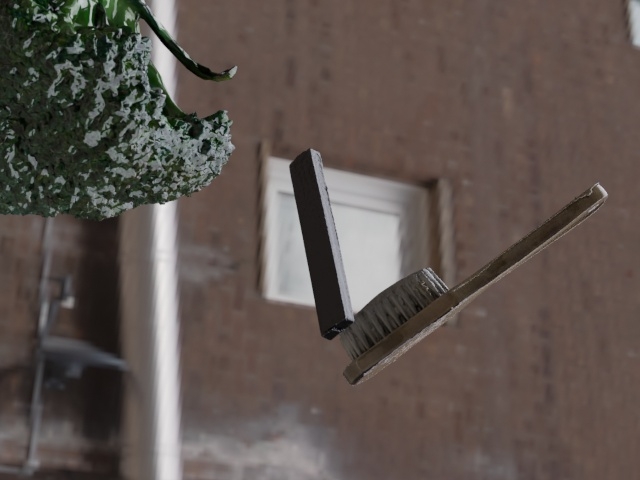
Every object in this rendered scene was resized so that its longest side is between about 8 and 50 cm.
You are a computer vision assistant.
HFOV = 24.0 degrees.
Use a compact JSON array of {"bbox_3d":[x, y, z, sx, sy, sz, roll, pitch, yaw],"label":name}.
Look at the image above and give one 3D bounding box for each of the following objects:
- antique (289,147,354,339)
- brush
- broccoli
[{"bbox_3d":[0.000,0.000,1.300,0.031,0.015,0.192,-36,-133,29],"label":"antique"},{"bbox_3d":[0.148,0.032,1.545,0.065,0.327,0.070,55,3,13],"label":"brush"},{"bbox_3d":[-0.176,-0.152,1.046,0.297,0.297,0.297,-56,-155,0],"label":"broccoli"}]
